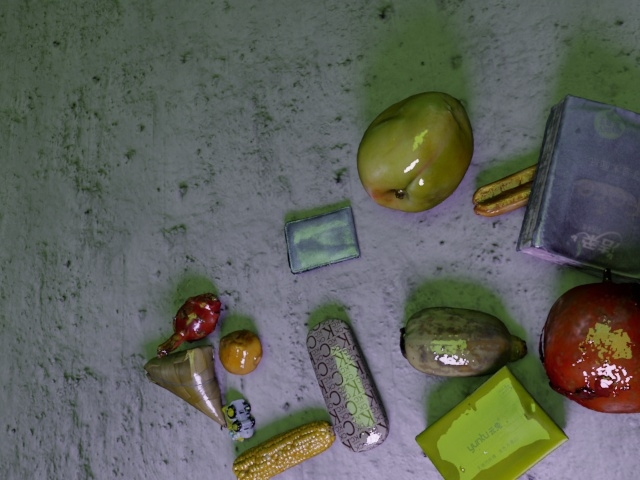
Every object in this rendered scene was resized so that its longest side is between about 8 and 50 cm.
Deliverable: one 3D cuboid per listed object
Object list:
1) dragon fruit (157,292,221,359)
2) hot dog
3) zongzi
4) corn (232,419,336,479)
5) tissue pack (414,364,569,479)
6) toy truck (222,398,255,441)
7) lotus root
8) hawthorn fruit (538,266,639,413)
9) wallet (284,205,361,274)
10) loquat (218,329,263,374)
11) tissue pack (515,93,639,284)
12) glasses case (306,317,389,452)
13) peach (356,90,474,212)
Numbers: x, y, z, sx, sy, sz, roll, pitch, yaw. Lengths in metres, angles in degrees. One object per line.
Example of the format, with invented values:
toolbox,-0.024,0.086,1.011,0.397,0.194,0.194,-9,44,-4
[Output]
dragon fruit,-0.393,0.256,1.656,0.125,0.125,0.246,23,51,22
hot dog,0.520,-0.130,1.469,0.249,0.068,0.100,-21,53,11
zongzi,-0.392,0.447,1.662,0.228,0.115,0.256,-17,93,29
corn,-0.098,0.565,1.504,0.313,0.102,0.102,-32,67,8
tissue pack,0.395,0.457,1.303,0.274,0.167,0.200,-41,66,6
toy truck,-0.237,0.514,1.587,0.077,0.076,0.111,-31,68,29
lotus root,0.351,0.252,1.392,0.309,0.173,0.173,-1,75,13
hawthorn fruit,0.641,0.231,1.212,0.316,0.316,0.316,-5,74,20
wallet,0.001,0.001,1.652,0.222,0.036,0.167,-16,70,15
loquat,-0.233,0.321,1.618,0.137,0.113,0.137,5,98,37
tissue pack,0.662,-0.120,1.343,0.288,0.124,0.394,17,82,1
glasses case,0.068,0.380,1.494,0.137,0.085,0.355,-27,68,14
peach,0.257,-0.231,1.481,0.314,0.281,0.316,-23,32,51
